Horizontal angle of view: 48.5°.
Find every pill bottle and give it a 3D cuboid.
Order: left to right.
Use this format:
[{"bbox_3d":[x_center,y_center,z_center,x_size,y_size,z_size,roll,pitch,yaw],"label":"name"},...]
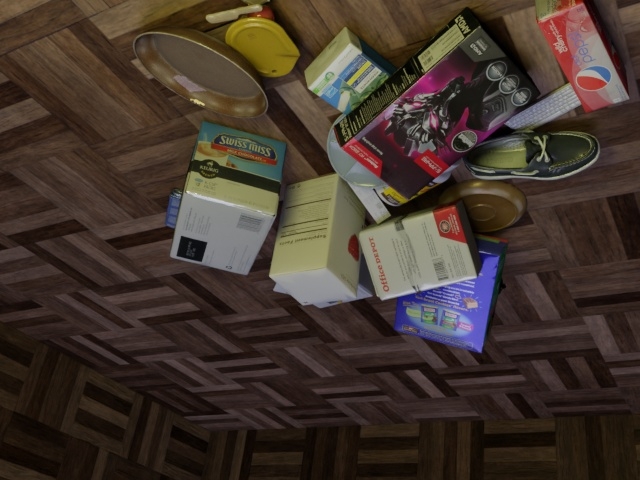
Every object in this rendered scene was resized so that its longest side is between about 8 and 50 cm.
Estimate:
[{"bbox_3d":[0.236,-0.174,1.731,0.117,0.117,0.215,27,144,-28],"label":"pill bottle"}]

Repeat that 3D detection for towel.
[{"bbox_3d":[-0.322,-0.060,2.139,0.284,0.034,0.209,16,150,-9],"label":"towel"}]

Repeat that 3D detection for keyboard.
[{"bbox_3d":[0.524,-0.301,1.552,0.072,0.014,0.256,28,144,-29],"label":"keyboard"}]

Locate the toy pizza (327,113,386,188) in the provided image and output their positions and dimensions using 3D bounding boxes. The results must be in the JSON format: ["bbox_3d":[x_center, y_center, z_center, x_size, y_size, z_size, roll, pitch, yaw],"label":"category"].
[{"bbox_3d":[0.115,-0.222,1.689,0.201,0.032,0.201,5,113,13],"label":"toy pizza"}]

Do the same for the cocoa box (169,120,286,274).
[{"bbox_3d":[-0.246,-0.102,1.859,0.231,0.228,0.347,14,149,-10],"label":"cocoa box"}]

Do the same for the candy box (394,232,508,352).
[{"bbox_3d":[0.365,0.129,2.013,0.268,0.122,0.317,14,119,19],"label":"candy box"}]

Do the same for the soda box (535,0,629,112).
[{"bbox_3d":[0.506,-0.369,1.363,0.092,0.084,0.263,-16,138,35],"label":"soda box"}]

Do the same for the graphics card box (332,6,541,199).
[{"bbox_3d":[0.238,-0.270,1.479,0.371,0.094,0.232,-39,128,22],"label":"graphics card box"}]

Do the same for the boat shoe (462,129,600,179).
[{"bbox_3d":[0.477,-0.196,1.628,0.302,0.114,0.091,-10,166,25],"label":"boat shoe"}]

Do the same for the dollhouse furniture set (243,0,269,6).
[{"bbox_3d":[-0.114,-0.506,1.362,0.076,0.059,0.151,20,167,-32],"label":"dollhouse furniture set"}]

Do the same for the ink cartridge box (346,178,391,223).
[{"bbox_3d":[0.108,-0.138,1.836,0.046,0.097,0.207,-34,138,6],"label":"ink cartridge box"}]

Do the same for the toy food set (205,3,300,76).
[{"bbox_3d":[-0.124,-0.425,1.445,0.128,0.071,0.218,-11,152,22],"label":"toy food set"}]

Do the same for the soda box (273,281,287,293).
[{"bbox_3d":[-0.096,0.095,2.298,0.069,0.074,0.216,13,149,-8],"label":"soda box"}]

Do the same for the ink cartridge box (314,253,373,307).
[{"bbox_3d":[0.059,0.108,2.203,0.212,0.154,0.093,-17,142,34],"label":"ink cartridge box"}]

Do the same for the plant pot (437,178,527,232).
[{"bbox_3d":[0.435,-0.084,1.915,0.236,0.032,0.236,6,148,4],"label":"plant pot"}]

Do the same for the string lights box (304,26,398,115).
[{"bbox_3d":[0.108,-0.322,1.525,0.259,0.077,0.133,29,122,-31],"label":"string lights box"}]

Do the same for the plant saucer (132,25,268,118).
[{"bbox_3d":[-0.248,-0.365,1.524,0.310,0.050,0.310,21,167,5],"label":"plant saucer"}]

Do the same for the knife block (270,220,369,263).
[{"bbox_3d":[-0.009,0.024,2.102,0.242,0.276,0.088,26,161,47],"label":"knife block"}]

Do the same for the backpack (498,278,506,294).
[{"bbox_3d":[0.456,0.093,2.123,0.151,0.115,0.182,-19,140,19],"label":"backpack"}]

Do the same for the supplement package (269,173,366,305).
[{"bbox_3d":[0.000,0.000,1.906,0.175,0.293,0.177,-10,145,28],"label":"supplement package"}]

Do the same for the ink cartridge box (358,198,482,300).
[{"bbox_3d":[0.264,0.026,1.874,0.272,0.197,0.114,-15,-174,23],"label":"ink cartridge box"}]
